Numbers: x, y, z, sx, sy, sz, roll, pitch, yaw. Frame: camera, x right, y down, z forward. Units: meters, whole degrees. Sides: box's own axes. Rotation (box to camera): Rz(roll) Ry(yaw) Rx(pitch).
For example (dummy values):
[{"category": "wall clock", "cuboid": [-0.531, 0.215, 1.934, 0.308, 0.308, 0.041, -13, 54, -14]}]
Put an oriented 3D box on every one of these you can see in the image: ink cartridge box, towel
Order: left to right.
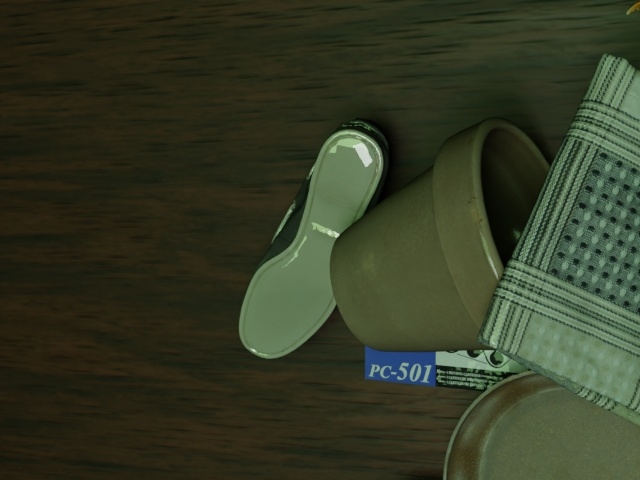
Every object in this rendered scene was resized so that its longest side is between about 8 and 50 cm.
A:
[{"category": "ink cartridge box", "cuboid": [0.158, 0.129, 1.292, 0.207, 0.046, 0.097, 3, 98, 24]}, {"category": "towel", "cuboid": [0.347, 0.027, 1.031, 0.324, 0.056, 0.312, 26, 85, -15]}]

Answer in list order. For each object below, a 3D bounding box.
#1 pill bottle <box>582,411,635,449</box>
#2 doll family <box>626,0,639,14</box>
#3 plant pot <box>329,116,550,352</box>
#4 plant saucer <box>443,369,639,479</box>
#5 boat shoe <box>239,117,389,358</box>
[{"category": "pill bottle", "cuboid": [0.368, 0.222, 1.192, 0.152, 0.086, 0.086, 30, 109, 17]}, {"category": "doll family", "cuboid": [0.385, -0.211, 1.073, 0.118, 0.163, 0.263, -19, 90, 25]}, {"category": "plant pot", "cuboid": [0.140, 0.022, 1.175, 0.229, 0.263, 0.263, -19, 90, 32]}, {"category": "plant saucer", "cuboid": [0.284, 0.288, 1.170, 0.310, 0.050, 0.310, 6, 101, 33]}, {"category": "boat shoe", "cuboid": [0.000, 0.000, 1.329, 0.112, 0.095, 0.335, 28, 113, 4]}]
